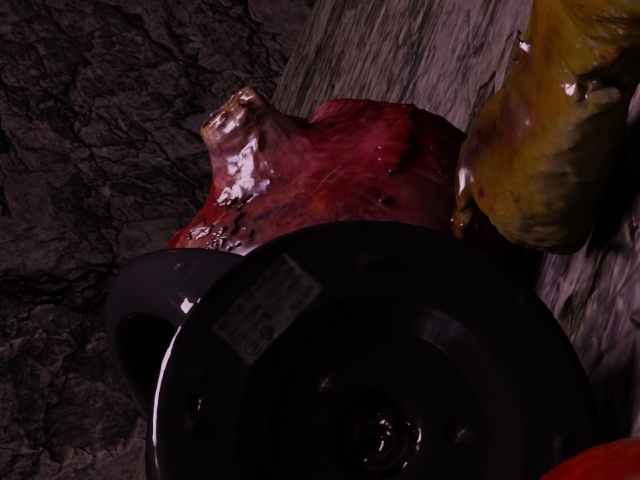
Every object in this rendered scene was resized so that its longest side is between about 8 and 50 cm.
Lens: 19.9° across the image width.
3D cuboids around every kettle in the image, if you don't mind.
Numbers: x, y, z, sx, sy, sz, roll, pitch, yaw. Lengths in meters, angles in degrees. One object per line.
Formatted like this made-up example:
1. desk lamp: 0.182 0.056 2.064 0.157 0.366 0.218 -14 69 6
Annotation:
1. kettle: -0.012 0.107 0.956 0.207 0.268 0.290 -42 -8 -17

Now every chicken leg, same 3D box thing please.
1. chicken leg: 0.152 -0.138 0.888 0.429 0.153 0.201 107 -171 -49

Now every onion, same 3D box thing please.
1. onion: 0.000 0.000 1.155 0.252 0.219 0.252 -30 13 8

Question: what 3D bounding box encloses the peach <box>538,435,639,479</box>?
1. peach: 0.054 0.191 0.615 0.189 0.068 0.279 98 -168 -60
